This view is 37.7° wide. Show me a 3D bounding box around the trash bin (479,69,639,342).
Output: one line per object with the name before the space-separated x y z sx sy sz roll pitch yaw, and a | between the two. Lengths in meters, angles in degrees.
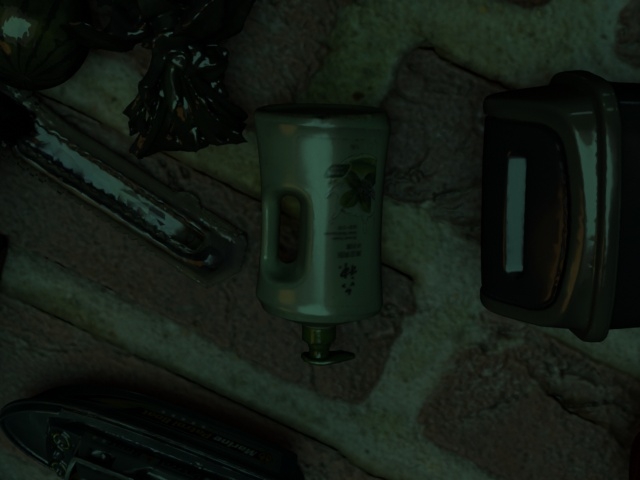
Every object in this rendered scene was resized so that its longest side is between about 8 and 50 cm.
trash bin | 0.276 -0.033 0.759 0.290 0.182 0.209 -2 103 -1

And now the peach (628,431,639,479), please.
peach | 0.386 0.206 0.797 0.244 0.199 0.243 1 95 9

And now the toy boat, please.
toy boat | -0.166 0.212 0.882 0.296 0.122 0.114 18 128 3

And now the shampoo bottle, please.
shampoo bottle | 0.000 0.000 0.832 0.118 0.087 0.234 1 104 0

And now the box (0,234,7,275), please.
box | -0.422 0.102 0.858 0.188 0.153 0.252 20 106 0

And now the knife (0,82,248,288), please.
knife | -0.222 -0.077 0.853 0.365 0.043 0.089 36 103 -5

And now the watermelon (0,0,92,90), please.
watermelon | -0.245 -0.194 0.800 0.105 0.105 0.133 8 69 3

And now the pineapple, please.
pineapple | -0.130 -0.216 0.765 0.170 0.141 0.310 -11 113 -23
